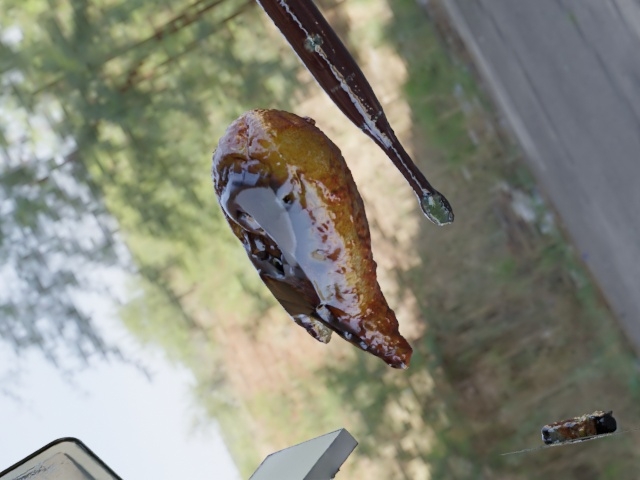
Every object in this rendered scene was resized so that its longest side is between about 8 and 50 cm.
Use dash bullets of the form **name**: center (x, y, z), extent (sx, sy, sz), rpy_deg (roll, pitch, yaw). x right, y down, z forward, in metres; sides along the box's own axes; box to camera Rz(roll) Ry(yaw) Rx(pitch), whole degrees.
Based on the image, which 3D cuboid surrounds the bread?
- **bread**: center (-0.007, -0.004, 1.233), extent (0.139, 0.095, 0.269), rpy_deg (22, 154, 42)

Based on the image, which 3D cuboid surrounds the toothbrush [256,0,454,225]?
- **toothbrush**: center (0.010, -0.153, 1.331), extent (0.364, 0.041, 0.041), rpy_deg (53, -178, -18)

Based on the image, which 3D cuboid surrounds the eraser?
- **eraser**: center (-0.036, 0.227, 1.373), extent (0.023, 0.104, 0.150), rpy_deg (46, 147, -9)

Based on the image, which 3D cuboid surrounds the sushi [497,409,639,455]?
- **sushi**: center (0.253, 0.185, 1.489), extent (0.126, 0.120, 0.026), rpy_deg (-1, -104, -43)

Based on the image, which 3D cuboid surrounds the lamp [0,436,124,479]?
- **lamp**: center (-0.297, 0.328, 1.528), extent (0.269, 0.266, 0.047), rpy_deg (30, 139, 46)
